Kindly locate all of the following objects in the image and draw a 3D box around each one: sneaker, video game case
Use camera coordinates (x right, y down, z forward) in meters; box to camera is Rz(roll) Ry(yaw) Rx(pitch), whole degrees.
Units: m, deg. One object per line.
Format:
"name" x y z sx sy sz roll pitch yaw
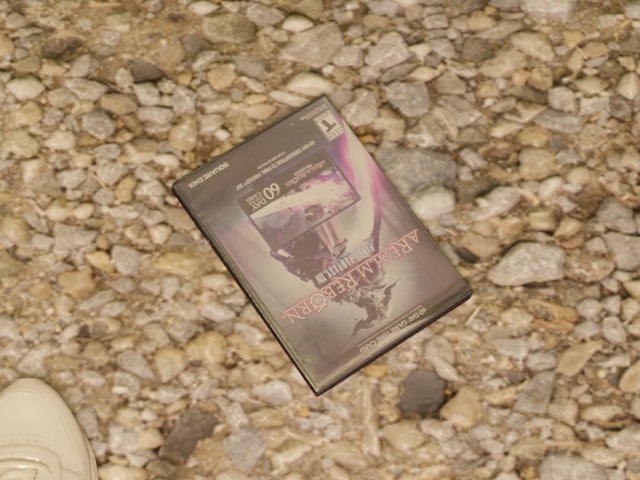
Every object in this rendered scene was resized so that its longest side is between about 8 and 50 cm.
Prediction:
"sneaker" -0.269 0.265 1.441 0.114 0.152 0.305 -4 66 -1
"video game case" 0.000 0.000 1.628 0.196 0.026 0.274 -32 71 -14
